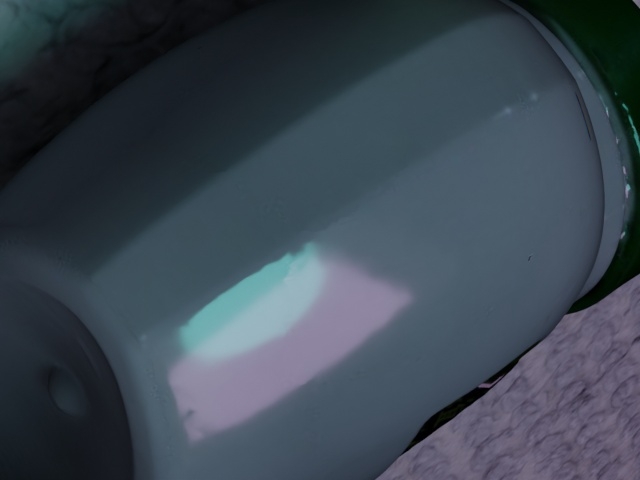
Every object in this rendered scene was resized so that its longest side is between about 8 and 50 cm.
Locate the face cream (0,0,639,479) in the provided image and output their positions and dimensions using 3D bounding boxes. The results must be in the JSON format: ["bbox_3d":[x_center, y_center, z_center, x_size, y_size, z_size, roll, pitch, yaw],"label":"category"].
[{"bbox_3d":[0.000,0.000,0.821,0.357,0.219,0.312,-31,170,-36],"label":"face cream"}]
